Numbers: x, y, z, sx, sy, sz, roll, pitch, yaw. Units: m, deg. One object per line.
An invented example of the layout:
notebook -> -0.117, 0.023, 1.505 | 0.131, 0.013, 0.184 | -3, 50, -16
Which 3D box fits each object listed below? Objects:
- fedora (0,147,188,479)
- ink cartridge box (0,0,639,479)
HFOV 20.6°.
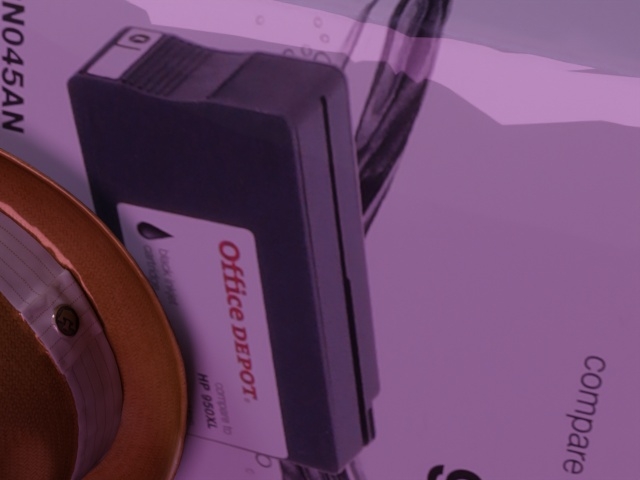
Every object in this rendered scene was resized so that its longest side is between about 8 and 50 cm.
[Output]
fedora -> -0.142, 0.053, 0.619 | 0.194, 0.079, 0.194 | 10, 124, 16
ink cartridge box -> 0.000, 0.000, 0.684 | 0.394, 0.166, 0.285 | 13, 124, 12
